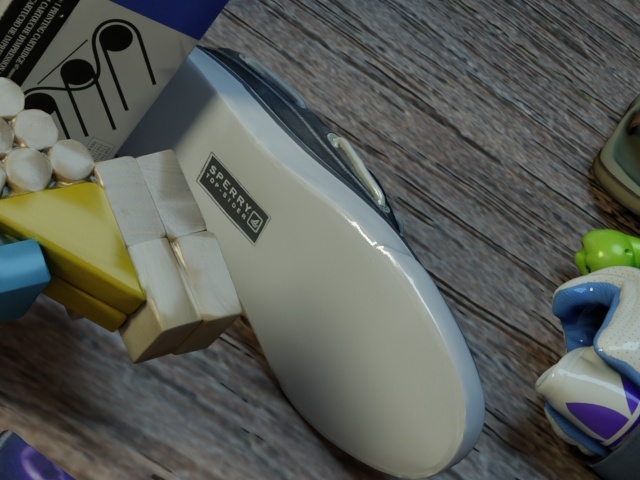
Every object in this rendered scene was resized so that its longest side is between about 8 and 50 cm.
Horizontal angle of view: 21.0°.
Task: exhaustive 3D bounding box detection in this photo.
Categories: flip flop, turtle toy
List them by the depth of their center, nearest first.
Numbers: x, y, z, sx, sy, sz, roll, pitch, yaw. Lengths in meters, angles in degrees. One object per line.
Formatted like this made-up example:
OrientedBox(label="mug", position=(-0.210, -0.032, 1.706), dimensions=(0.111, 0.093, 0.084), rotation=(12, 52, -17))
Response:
OrientedBox(label="turtle toy", position=(0.236, 0.028, 1.176), dimensions=(0.130, 0.066, 0.095), rotation=(33, 7, -3))
OrientedBox(label="flip flop", position=(0.289, -0.071, 1.369), dimensions=(0.112, 0.080, 0.277), rotation=(39, 30, -2))

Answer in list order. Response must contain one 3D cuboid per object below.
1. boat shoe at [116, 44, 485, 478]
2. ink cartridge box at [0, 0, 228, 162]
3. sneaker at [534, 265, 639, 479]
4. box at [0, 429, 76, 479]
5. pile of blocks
OrientedBox(label="boat shoe", position=(0.000, 0.000, 0.946), dimensions=(0.102, 0.108, 0.301), rotation=(-8, 48, -50))
OrientedBox(label="ink cartridge box", position=(-0.108, -0.125, 0.877), dimensions=(0.097, 0.207, 0.046), rotation=(22, 35, -28))
OrientedBox(label="sneaker", position=(0.227, 0.149, 0.992), dimensions=(0.236, 0.130, 0.322), rotation=(16, 42, -20))
OrientedBox(label="box", position=(-0.069, 0.186, 0.521), dimensions=(0.207, 0.108, 0.153), rotation=(37, 31, -6))
OrientedBox(label="pile of blocks", position=(-0.213, -0.033, 0.760), dimensions=(0.362, 0.112, 0.149), rotation=(35, 55, -7))
